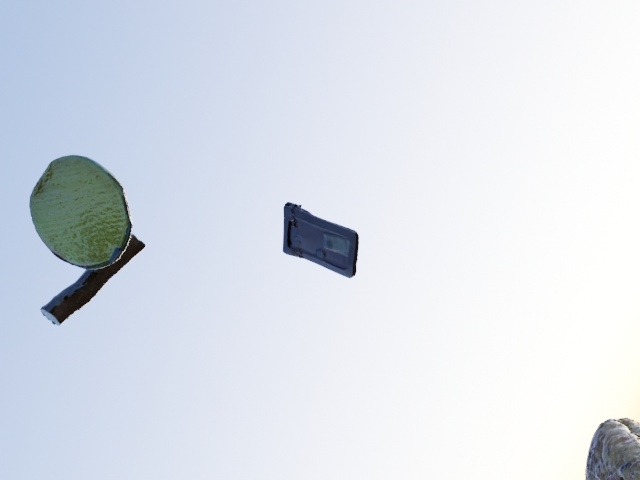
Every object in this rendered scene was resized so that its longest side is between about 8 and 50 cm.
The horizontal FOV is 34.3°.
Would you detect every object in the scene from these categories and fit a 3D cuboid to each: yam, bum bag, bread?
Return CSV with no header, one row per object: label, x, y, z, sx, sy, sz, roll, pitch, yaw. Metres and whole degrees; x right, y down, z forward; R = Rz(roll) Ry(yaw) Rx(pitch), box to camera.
yam,-0.475,0.080,2.176,0.253,0.061,0.061,-45,-25,-18
bum bag,0.000,0.000,1.868,0.026,0.159,0.109,-42,-34,-45
bread,0.398,0.301,1.285,0.211,0.083,0.114,-135,50,-77
bread,-0.454,-0.055,1.980,0.033,0.228,0.229,-36,-32,-61
